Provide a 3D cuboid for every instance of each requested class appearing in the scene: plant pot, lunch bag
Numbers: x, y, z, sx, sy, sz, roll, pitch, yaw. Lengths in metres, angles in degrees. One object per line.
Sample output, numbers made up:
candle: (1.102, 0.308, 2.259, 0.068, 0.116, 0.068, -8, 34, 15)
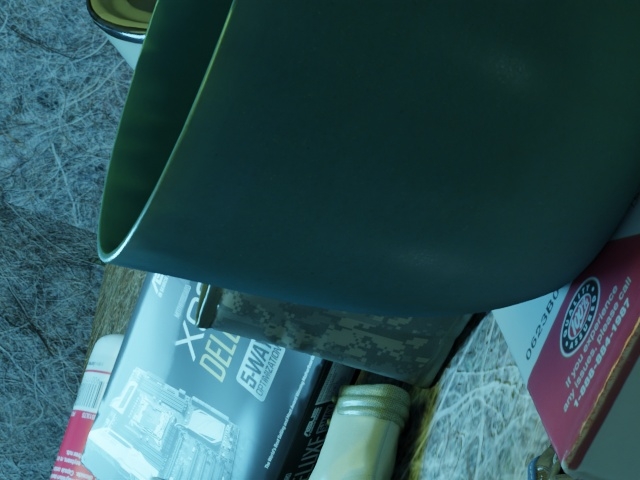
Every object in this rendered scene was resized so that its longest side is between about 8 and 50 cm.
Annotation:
plant pot: (0.041, -0.090, 0.870, 0.293, 0.235, 0.293, -161, 90, -76)
lunch bag: (0.028, -0.036, 1.552, 0.169, 0.235, 0.287, 116, 167, -44)

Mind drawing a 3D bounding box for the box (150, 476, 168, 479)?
box: (-0.039, 0.289, 1.353, 0.148, 0.232, 0.127, 170, 119, -74)

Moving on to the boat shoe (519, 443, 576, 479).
boat shoe: (0.165, 0.181, 1.055, 0.183, 0.066, 0.066, -96, 30, -62)

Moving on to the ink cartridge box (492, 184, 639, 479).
ink cartridge box: (0.219, -0.049, 0.960, 0.385, 0.160, 0.279, -104, 35, -67)

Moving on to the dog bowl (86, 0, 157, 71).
dog bowl: (0.010, -0.218, 1.458, 0.408, 0.408, 0.150, -94, -13, -61)

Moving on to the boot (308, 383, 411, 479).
boot: (0.016, 0.227, 1.573, 0.213, 0.077, 0.165, -35, 37, 61)

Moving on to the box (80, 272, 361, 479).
box: (-0.103, 0.165, 1.678, 0.242, 0.076, 0.307, 37, 117, 30)

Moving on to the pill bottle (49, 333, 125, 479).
pill bottle: (-0.234, 0.341, 2.078, 0.229, 0.229, 0.408, 157, 132, -72)
